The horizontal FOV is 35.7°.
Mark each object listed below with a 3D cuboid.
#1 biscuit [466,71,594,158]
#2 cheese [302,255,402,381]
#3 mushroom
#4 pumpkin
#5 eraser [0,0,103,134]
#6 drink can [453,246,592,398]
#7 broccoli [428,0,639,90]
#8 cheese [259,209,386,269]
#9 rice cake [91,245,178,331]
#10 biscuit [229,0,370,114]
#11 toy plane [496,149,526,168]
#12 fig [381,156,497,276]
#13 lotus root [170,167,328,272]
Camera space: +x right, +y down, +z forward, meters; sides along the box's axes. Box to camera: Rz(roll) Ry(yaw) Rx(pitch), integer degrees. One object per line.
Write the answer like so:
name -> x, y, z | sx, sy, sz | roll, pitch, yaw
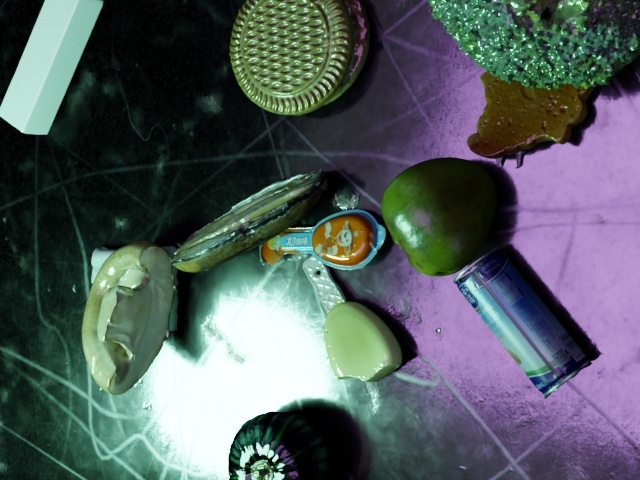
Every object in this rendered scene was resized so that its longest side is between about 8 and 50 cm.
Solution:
biscuit -> 0.345, -0.232, 1.561 | 0.280, 0.043, 0.183 | -42, 64, 9
cheese -> 0.039, 0.137, 1.738 | 0.127, 0.050, 0.255 | -40, 67, 21
mushroom -> -0.377, 0.133, 1.848 | 0.151, 0.156, 0.285 | 14, 88, 35
pumpkin -> -0.074, 0.399, 1.758 | 0.202, 0.140, 0.202 | 0, 90, 25
eraser -> -0.534, -0.359, 1.967 | 0.078, 0.076, 0.298 | 34, 106, 21
drink can -> 0.319, 0.129, 1.579 | 0.097, 0.097, 0.235 | -43, 76, 21
broccoli -> 0.316, -0.380, 1.446 | 0.375, 0.249, 0.302 | 39, 106, 38
cheese -> 0.000, 0.000, 1.751 | 0.256, 0.037, 0.106 | -2, 77, 29
rice cake -> -0.366, 0.099, 1.935 | 0.198, 0.037, 0.189 | 4, 95, 25
biscuit -> -0.037, -0.343, 1.729 | 0.259, 0.079, 0.259 | 1, 93, 27
toy plane -> 0.309, -0.157, 1.603 | 0.083, 0.031, 0.078 | -36, 93, 25
fig -> 0.194, -0.046, 1.586 | 0.191, 0.181, 0.181 | -41, 74, -3
lotus root -> -0.113, -0.024, 1.763 | 0.329, 0.167, 0.078 | -25, 112, 26
